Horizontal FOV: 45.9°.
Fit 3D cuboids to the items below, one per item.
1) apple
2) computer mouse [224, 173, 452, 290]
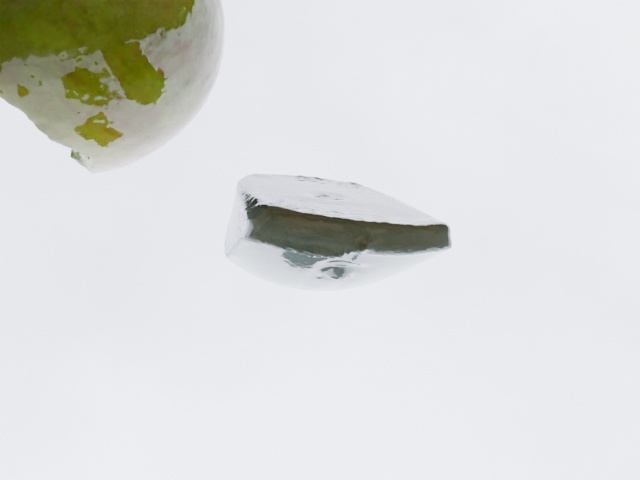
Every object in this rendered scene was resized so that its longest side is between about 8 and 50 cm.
[{"bbox_3d":[-0.202,-0.176,0.590,0.246,0.226,0.246,1,-86,8],"label":"apple"},{"bbox_3d":[0.000,0.000,0.515,0.127,0.079,0.231,2,-172,-9],"label":"computer mouse"}]
